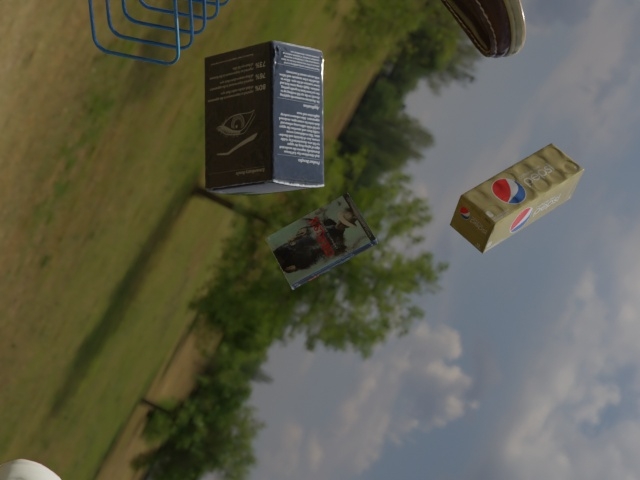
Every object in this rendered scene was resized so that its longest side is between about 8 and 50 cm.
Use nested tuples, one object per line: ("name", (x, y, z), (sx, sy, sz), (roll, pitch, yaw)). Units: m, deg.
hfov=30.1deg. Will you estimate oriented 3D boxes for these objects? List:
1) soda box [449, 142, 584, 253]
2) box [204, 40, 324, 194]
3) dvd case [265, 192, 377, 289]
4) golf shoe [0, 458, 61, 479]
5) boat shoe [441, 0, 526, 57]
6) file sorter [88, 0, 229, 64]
("soda box", (0.253, -0.056, 1.519), (0.181, 0.061, 0.058), (-29, 150, -32))
("box", (-0.084, -0.174, 1.742), (0.153, 0.108, 0.207), (-3, -94, 45))
("dvd case", (0.000, 0.000, 1.466), (0.119, 0.087, 0.013), (-27, 142, -2))
("golf shoe", (-0.248, 0.366, 1.271), (0.115, 0.306, 0.140), (-51, -167, 12))
("boat shoe", (0.103, -0.338, 1.346), (0.123, 0.342, 0.123), (-31, 177, -9))
("file sorter", (-0.185, -0.293, 1.393), (0.170, 0.118, 0.104), (-61, 158, -49))
